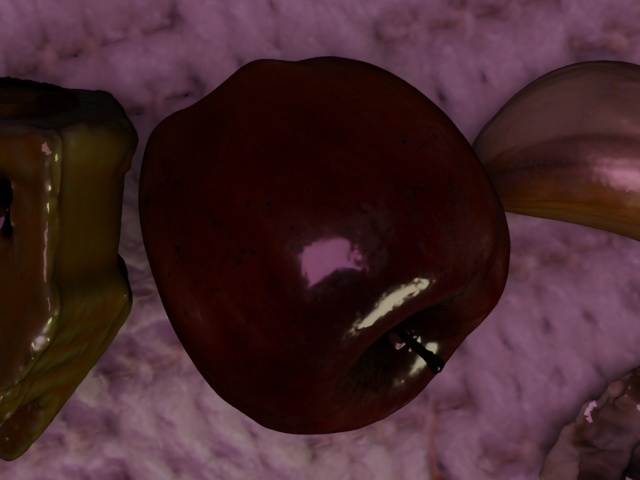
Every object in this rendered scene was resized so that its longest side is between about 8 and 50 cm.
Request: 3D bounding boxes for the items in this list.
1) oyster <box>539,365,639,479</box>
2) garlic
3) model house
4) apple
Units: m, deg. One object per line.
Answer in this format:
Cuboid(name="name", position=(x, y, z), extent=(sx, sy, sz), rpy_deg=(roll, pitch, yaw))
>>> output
Cuboid(name="oyster", position=(0.294, 0.179, 0.918), extent=(0.351, 0.115, 0.237), rpy_deg=(-18, 97, 6))
Cuboid(name="garlic", position=(0.207, -0.043, 0.894), extent=(0.207, 0.115, 0.128), rpy_deg=(25, 92, -3))
Cuboid(name="model house", position=(-0.203, 0.021, 0.873), extent=(0.173, 0.268, 0.239), rpy_deg=(1, 103, -8))
Cuboid(name="apple", position=(0.001, -0.001, 0.862), extent=(0.234, 0.234, 0.234), rpy_deg=(0, 98, 3))
